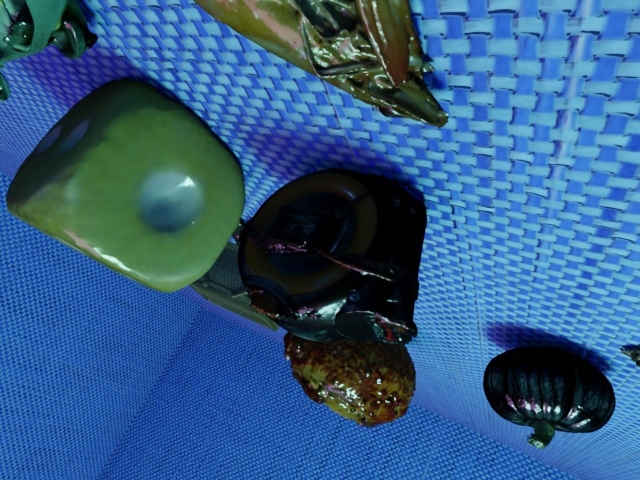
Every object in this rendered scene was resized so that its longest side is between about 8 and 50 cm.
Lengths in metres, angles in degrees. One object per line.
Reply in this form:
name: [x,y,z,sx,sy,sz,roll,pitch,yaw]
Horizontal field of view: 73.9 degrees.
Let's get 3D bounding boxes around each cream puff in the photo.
cream puff: [0.082,0.286,1.036,0.351,0.228,0.350,30,-176,-2]

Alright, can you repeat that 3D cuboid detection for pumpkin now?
pumpkin: [0.372,0.247,0.704,0.195,0.149,0.194,1,179,0]

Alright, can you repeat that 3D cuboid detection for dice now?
dice: [-0.276,-0.071,0.632,0.233,0.226,0.238,11,156,43]

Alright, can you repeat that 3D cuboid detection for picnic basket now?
picnic basket: [-0.196,0.113,1.101,0.267,0.139,0.165,19,158,22]

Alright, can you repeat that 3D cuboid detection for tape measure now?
tape measure: [0.012,0.014,0.498,0.223,0.202,0.135,1,149,23]

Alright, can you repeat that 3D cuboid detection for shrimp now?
shrimp: [0.000,-0.166,0.286,0.267,0.061,0.145,38,148,-21]

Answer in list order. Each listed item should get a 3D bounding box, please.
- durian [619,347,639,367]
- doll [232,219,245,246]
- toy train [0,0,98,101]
durian: [0.461,0.164,0.544,0.131,0.052,0.066,19,-163,31]
doll: [-0.131,0.003,0.878,0.139,0.057,0.165,7,147,51]
toy train: [-0.291,-0.255,0.329,0.369,0.150,0.237,3,140,50]
